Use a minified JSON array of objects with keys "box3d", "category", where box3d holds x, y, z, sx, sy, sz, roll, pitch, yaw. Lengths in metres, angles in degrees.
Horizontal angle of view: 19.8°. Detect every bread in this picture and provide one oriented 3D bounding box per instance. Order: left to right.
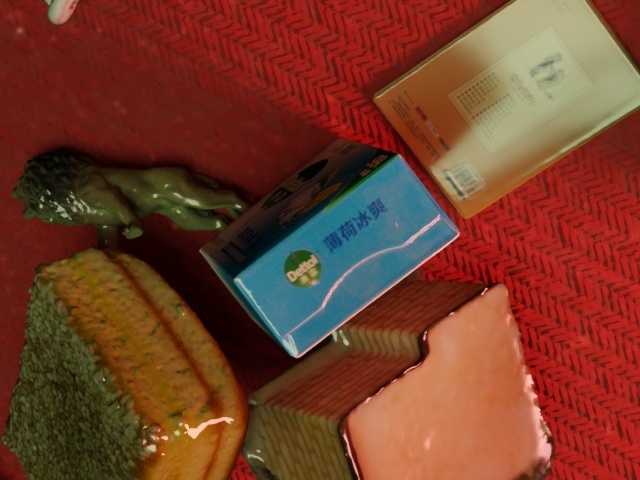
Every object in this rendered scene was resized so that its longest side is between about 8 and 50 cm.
[{"box3d":[-0.146,0.139,1.374,0.184,0.110,0.234,54,145,26],"category":"bread"}]

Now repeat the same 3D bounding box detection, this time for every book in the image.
[{"box3d":[0.139,-0.104,1.325,0.172,0.012,0.118,-33,103,22],"category":"book"}]

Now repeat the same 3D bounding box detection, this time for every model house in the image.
[{"box3d":[0.041,0.127,1.361,0.172,0.183,0.166,10,124,50],"category":"model house"}]

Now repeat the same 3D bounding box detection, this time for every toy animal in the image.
[{"box3d":[-0.130,-0.019,1.381,0.219,0.086,0.069,10,153,2],"category":"toy animal"}]

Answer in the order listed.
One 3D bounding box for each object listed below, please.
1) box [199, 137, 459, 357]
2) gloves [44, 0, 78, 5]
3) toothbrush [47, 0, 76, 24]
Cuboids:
[{"box3d":[0.000,0.001,1.275,0.139,0.194,0.073,-38,101,-5],"category":"box"},{"box3d":[-0.179,-0.197,1.341,0.044,0.037,0.081,4,112,-29],"category":"gloves"},{"box3d":[-0.066,-0.280,1.045,0.040,0.040,0.386,29,116,-2],"category":"toothbrush"}]
